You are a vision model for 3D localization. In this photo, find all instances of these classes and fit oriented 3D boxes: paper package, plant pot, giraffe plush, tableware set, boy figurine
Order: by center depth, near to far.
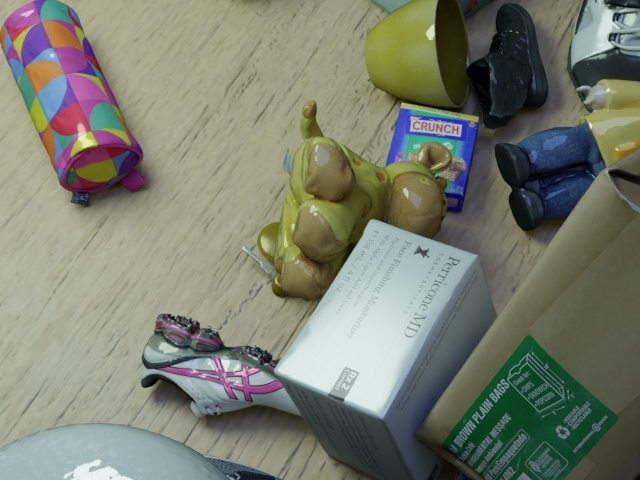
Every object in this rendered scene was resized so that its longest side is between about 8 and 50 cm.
[{"bbox_3d":[0.279,0.069,0.967,0.168,0.324,0.309,44,38,20],"label":"paper package"},{"bbox_3d":[0.052,-0.034,1.158,0.171,0.181,0.210,10,32,-10],"label":"giraffe plush"},{"bbox_3d":[0.338,-0.090,1.220,0.285,0.092,0.177,-16,96,-3],"label":"boy figurine"},{"bbox_3d":[0.000,0.000,1.224,0.104,0.024,0.154,42,68,17],"label":"tableware set"},{"bbox_3d":[0.106,-0.212,1.289,0.095,0.134,0.134,-4,59,23],"label":"plant pot"}]

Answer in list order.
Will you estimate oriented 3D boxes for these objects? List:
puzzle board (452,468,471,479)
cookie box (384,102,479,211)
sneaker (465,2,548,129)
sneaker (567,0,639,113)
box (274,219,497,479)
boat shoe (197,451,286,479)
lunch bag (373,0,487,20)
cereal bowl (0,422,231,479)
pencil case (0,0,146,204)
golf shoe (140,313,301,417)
[{"bbox_3d":[0.186,0.215,1.074,0.128,0.011,0.096,32,59,-20],"label":"puzzle board"},{"bbox_3d":[0.123,-0.093,1.262,0.092,0.040,0.107,11,61,7],"label":"cookie box"},{"bbox_3d":[0.207,-0.205,1.308,0.089,0.051,0.170,-1,63,-22],"label":"sneaker"},{"bbox_3d":[0.364,-0.288,1.313,0.123,0.146,0.330,8,64,2],"label":"sneaker"},{"bbox_3d":[0.073,0.112,1.057,0.119,0.182,0.181,19,63,29],"label":"box"},{"bbox_3d":[-0.051,0.249,1.009,0.341,0.158,0.127,13,62,6],"label":"boat shoe"},{"bbox_3d":[0.147,-0.396,1.389,0.279,0.108,0.224,-40,69,-19],"label":"lunch bag"},{"bbox_3d":[-0.208,0.301,0.889,0.339,0.141,0.339,-8,65,16],"label":"cereal bowl"},{"bbox_3d":[-0.279,-0.158,1.268,0.104,0.104,0.236,-22,66,-12],"label":"pencil case"},{"bbox_3d":[-0.089,0.141,1.130,0.186,0.067,0.086,21,91,10],"label":"golf shoe"}]
